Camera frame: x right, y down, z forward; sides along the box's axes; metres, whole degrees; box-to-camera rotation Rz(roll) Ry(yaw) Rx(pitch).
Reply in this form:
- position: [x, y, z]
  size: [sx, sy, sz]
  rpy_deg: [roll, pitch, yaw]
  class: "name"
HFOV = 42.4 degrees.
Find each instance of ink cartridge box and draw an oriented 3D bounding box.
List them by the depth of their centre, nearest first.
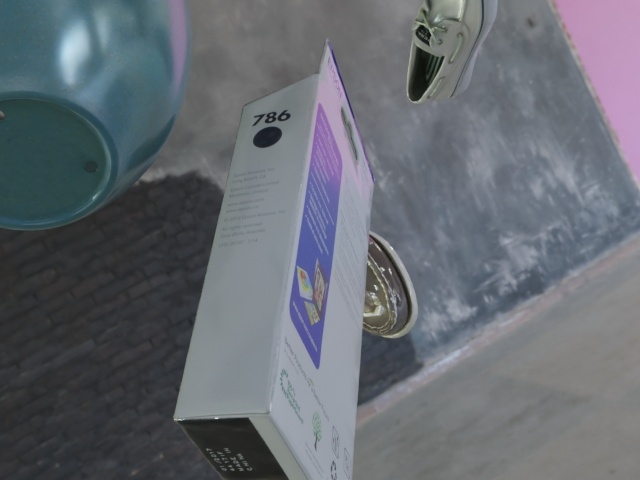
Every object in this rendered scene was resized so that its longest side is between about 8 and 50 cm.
- position: [-0.015, 0.021, 0.590]
  size: [0.065, 0.165, 0.332]
  rpy_deg: [-7, 46, 17]
  class: "ink cartridge box"

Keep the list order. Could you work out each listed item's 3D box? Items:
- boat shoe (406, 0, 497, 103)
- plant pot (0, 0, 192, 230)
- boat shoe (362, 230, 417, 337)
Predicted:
- position: [0.145, -0.241, 0.955]
  size: [0.076, 0.083, 0.226]
  rpy_deg: [-28, -34, -18]
  class: "boat shoe"
- position: [-0.239, -0.122, 0.675]
  size: [0.290, 0.290, 0.195]
  rpy_deg: [-26, 47, 8]
  class: "plant pot"
- position: [0.000, 0.000, 1.088]
  size: [0.116, 0.324, 0.097]
  rpy_deg: [-47, -25, 24]
  class: "boat shoe"
